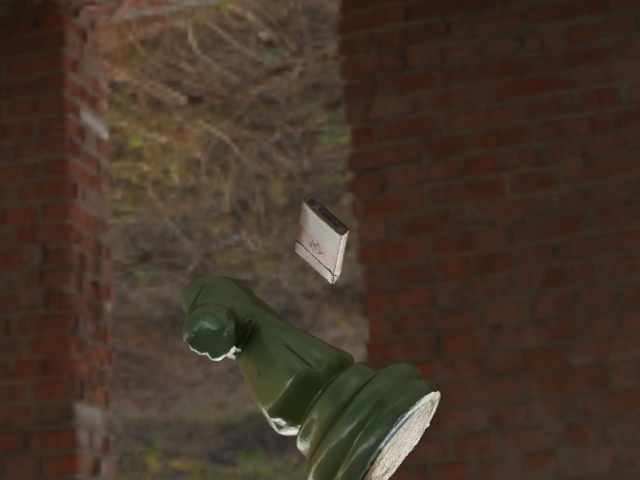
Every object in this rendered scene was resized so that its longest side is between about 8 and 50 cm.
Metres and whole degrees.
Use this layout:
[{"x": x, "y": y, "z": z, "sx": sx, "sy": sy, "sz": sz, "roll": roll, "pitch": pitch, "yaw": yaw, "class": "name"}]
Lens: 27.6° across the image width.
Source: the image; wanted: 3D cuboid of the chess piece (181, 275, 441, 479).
[{"x": -0.036, "y": 0.134, "z": 1.362, "sx": 0.298, "sy": 0.176, "sz": 0.176, "roll": 37, "pitch": 176, "yaw": 19, "class": "chess piece"}]

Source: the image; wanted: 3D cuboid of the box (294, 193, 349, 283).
[{"x": 0.000, "y": 0.000, "z": 1.056, "sx": 0.012, "sy": 0.046, "sz": 0.083, "roll": -41, "pitch": 162, "yaw": -24, "class": "box"}]
